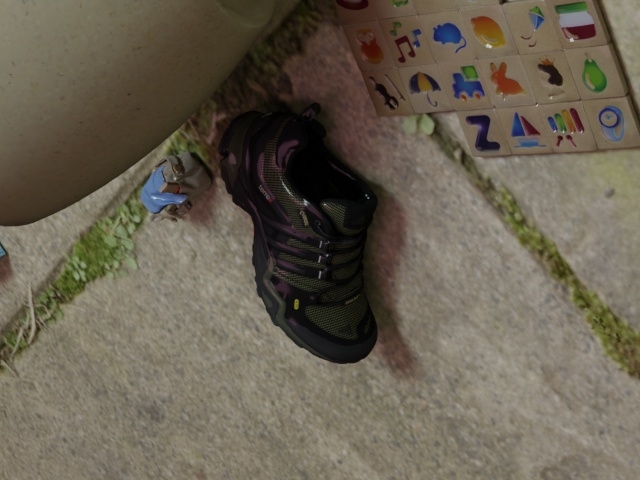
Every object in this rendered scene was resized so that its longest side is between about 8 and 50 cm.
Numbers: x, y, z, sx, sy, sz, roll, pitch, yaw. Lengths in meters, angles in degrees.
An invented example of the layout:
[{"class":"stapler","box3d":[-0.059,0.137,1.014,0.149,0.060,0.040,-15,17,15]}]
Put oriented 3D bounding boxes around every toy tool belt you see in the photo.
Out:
[{"class":"toy tool belt","box3d":[-0.135,-0.040,1.731,0.052,0.051,0.083,49,142,3]}]

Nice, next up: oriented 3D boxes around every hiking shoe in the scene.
[{"class":"hiking shoe","box3d":[0.000,0.000,1.601,0.114,0.086,0.227,-5,115,50]}]

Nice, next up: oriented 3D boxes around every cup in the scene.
[{"class":"cup","box3d":[-0.172,-0.202,1.471,0.237,0.331,0.331,-18,108,24]}]

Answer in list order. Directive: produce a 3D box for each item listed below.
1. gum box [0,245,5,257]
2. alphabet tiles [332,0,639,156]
[{"class":"gum box","box3d":[-0.418,-0.032,2.028,0.157,0.041,0.184,-25,99,51]},{"class":"alphabet tiles","box3d":[0.108,-0.150,1.438,0.237,0.009,0.198,-1,119,46]}]
